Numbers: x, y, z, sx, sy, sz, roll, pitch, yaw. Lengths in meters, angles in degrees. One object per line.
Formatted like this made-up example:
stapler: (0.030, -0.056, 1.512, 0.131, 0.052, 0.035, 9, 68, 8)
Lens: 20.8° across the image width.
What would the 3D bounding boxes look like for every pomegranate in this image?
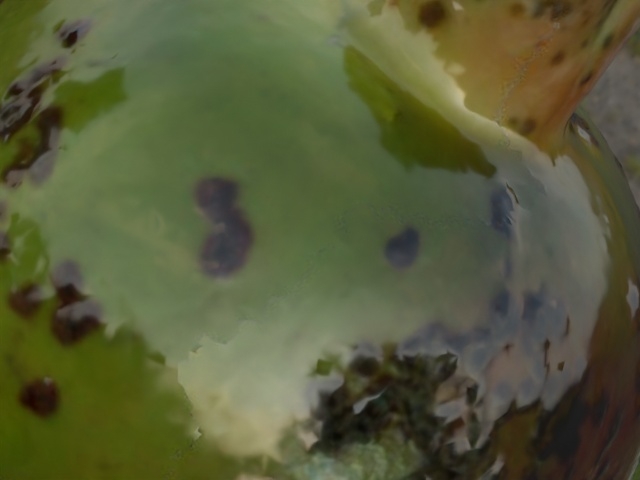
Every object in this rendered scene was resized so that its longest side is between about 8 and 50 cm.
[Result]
pomegranate: (0.003, -0.008, 0.431, 0.198, 0.246, 0.198, 37, 0, 0)
